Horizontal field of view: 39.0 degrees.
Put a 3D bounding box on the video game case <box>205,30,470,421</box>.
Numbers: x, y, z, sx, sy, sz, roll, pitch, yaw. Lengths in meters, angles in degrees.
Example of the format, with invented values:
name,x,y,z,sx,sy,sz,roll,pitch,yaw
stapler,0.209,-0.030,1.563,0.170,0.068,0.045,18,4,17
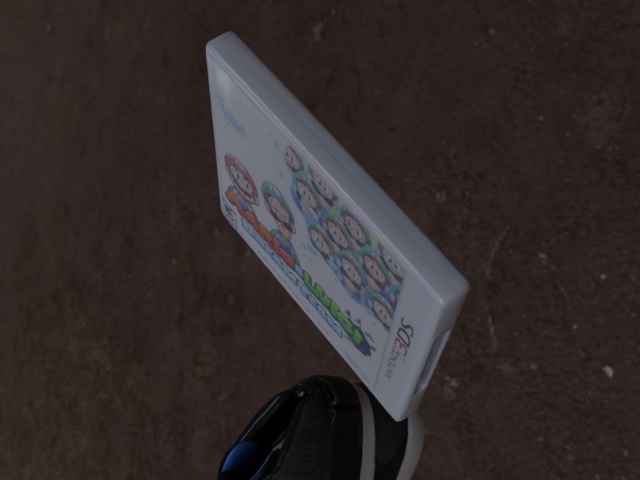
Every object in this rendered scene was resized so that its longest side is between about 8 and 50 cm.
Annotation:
name,x,y,z,sx,sy,sz,roll,pitch,yaw
video game case,0.000,0.000,0.425,0.157,0.019,0.143,49,159,21

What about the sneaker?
name,x,y,z,sx,sy,sz,roll,pitch,yaw
sneaker,-0.021,0.186,0.561,0.079,0.121,0.217,9,81,54
